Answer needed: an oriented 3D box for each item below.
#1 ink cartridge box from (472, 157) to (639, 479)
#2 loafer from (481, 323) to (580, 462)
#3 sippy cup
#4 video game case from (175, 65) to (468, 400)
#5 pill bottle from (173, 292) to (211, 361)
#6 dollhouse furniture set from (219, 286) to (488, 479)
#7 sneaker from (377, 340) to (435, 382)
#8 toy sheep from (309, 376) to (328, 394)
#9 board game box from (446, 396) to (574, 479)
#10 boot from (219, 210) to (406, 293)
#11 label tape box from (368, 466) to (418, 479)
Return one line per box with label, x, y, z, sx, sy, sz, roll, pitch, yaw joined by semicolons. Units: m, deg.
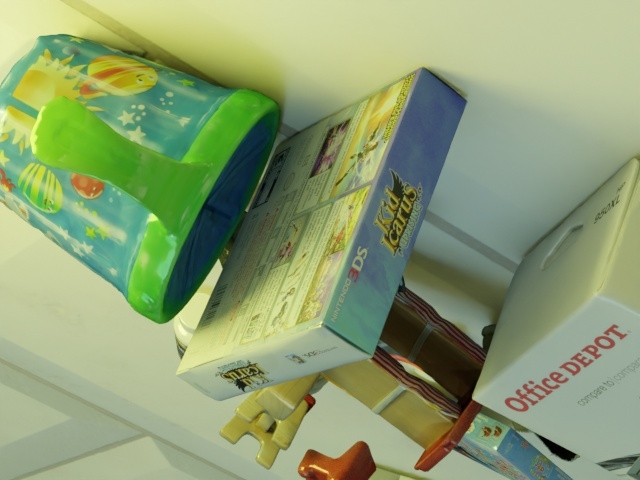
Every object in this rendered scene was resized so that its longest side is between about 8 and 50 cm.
ink cartridge box;0.382;0.127;1.438;0.395;0.166;0.285;28;149;-5
loafer;0.256;0.175;1.745;0.094;0.087;0.251;-4;146;37
sippy cup;-0.188;-0.075;1.425;0.224;0.240;0.305;28;144;5
video game case;0.000;0.000;1.369;0.061;0.269;0.244;34;150;-21
pill bottle;-0.148;0.112;1.908;0.067;0.067;0.120;15;154;7
dollhouse furniture set;0.047;0.169;1.728;0.201;0.152;0.374;37;151;1
sneaker;0.095;0.107;1.776;0.158;0.061;0.065;19;123;13
toy sheep;-0.027;0.154;1.893;0.091;0.091;0.132;30;133;-23
board game box;0.196;0.244;1.892;0.160;0.039;0.211;41;167;-37
boot;-0.015;0.009;1.575;0.161;0.246;0.083;-23;129;-11
label tape box;0.176;0.456;2.316;0.333;0.106;0.241;16;154;6
